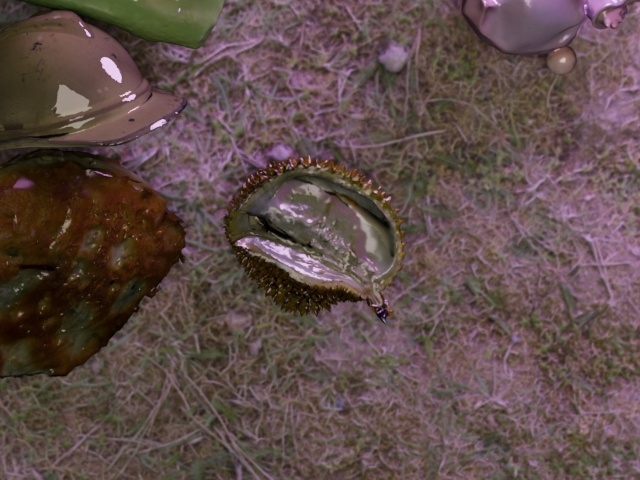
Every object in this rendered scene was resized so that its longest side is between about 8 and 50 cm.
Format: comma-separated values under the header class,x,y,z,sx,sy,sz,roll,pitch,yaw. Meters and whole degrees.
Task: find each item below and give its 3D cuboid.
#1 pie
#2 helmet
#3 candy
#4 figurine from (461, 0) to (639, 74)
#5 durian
class,x,y,z,sx,sy,sz,roll,pitch,yaw
pie,-0.323,0.030,1.586,0.354,0.103,0.288,3,121,-47
helmet,-0.290,-0.190,1.541,0.257,0.204,0.137,-2,114,26
candy,-0.275,-0.320,1.571,0.343,0.142,0.132,15,88,-10
figurine,0.297,-0.302,1.645,0.275,0.133,0.200,-14,99,-5
durian,0.000,0.000,1.666,0.193,0.138,0.237,-39,100,-1
